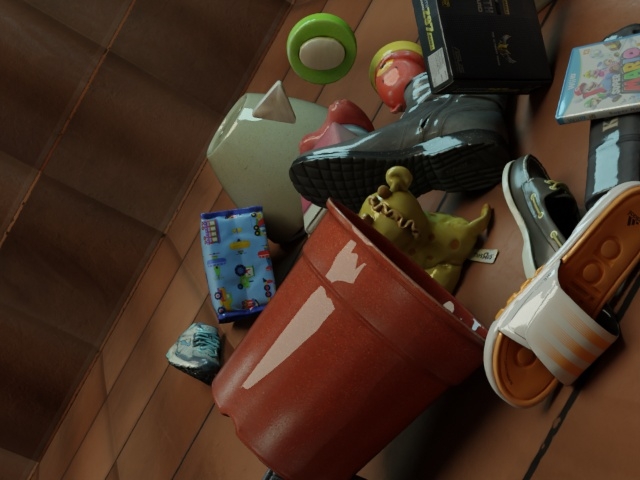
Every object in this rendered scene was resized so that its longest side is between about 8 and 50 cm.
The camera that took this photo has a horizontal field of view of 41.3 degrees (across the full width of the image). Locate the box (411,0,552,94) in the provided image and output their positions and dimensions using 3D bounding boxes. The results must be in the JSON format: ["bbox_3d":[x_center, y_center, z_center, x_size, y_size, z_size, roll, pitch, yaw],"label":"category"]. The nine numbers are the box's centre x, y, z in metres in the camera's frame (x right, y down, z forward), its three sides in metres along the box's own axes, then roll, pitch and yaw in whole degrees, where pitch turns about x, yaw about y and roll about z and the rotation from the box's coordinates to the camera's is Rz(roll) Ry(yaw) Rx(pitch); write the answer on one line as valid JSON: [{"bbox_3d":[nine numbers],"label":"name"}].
[{"bbox_3d":[0.223,-0.324,1.207,0.059,0.183,0.233,-24,74,59],"label":"box"}]

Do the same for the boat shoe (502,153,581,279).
[{"bbox_3d":[0.269,-0.026,0.983,0.068,0.081,0.228,-44,33,34],"label":"boat shoe"}]

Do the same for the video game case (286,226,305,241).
[{"bbox_3d":[-0.037,-0.059,1.888,0.087,0.011,0.122,-25,40,60],"label":"video game case"}]

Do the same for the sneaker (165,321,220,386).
[{"bbox_3d":[-0.282,0.245,1.941,0.122,0.110,0.283,-60,19,-8],"label":"sneaker"}]

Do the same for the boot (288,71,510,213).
[{"bbox_3d":[0.129,-0.163,1.305,0.338,0.118,0.223,-4,45,15],"label":"boot"}]

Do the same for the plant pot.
[{"bbox_3d":[0.029,0.137,1.006,0.265,0.272,0.272,-50,21,6],"label":"plant pot"}]

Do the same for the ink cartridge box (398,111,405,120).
[{"bbox_3d":[0.209,-0.236,1.437,0.209,0.062,0.109,-56,20,14],"label":"ink cartridge box"}]

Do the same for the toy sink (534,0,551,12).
[{"bbox_3d":[0.294,-0.440,1.402,0.234,0.131,0.153,-37,30,49],"label":"toy sink"}]

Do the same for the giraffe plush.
[{"bbox_3d":[0.119,-0.006,1.185,0.210,0.170,0.181,-27,39,58],"label":"giraffe plush"}]

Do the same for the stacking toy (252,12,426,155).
[{"bbox_3d":[0.039,-0.250,1.571,0.309,0.279,0.130,-56,18,26],"label":"stacking toy"}]

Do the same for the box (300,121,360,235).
[{"bbox_3d":[0.058,-0.083,1.476,0.127,0.148,0.232,-53,22,22],"label":"box"}]

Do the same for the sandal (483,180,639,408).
[{"bbox_3d":[0.262,0.058,0.846,0.265,0.102,0.076,-57,17,6],"label":"sandal"}]

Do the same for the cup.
[{"bbox_3d":[-0.112,-0.192,1.890,0.331,0.237,0.331,-50,20,25],"label":"cup"}]

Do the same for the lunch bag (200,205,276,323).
[{"bbox_3d":[-0.205,0.066,1.863,0.293,0.138,0.221,152,108,-70],"label":"lunch bag"}]

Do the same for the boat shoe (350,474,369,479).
[{"bbox_3d":[0.066,0.327,1.005,0.073,0.073,0.207,-63,19,-13],"label":"boat shoe"}]

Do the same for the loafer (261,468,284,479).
[{"bbox_3d":[-0.070,0.425,1.175,0.095,0.109,0.303,-37,33,58],"label":"loafer"}]

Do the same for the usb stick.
[{"bbox_3d":[0.348,-0.144,0.988,0.077,0.045,0.278,-31,34,48],"label":"usb stick"}]

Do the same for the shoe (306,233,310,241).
[{"bbox_3d":[0.000,0.000,1.663,0.219,0.058,0.077,-85,-1,-57],"label":"shoe"}]

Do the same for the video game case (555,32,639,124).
[{"bbox_3d":[0.360,-0.193,0.970,0.166,0.015,0.119,-6,51,39],"label":"video game case"}]
